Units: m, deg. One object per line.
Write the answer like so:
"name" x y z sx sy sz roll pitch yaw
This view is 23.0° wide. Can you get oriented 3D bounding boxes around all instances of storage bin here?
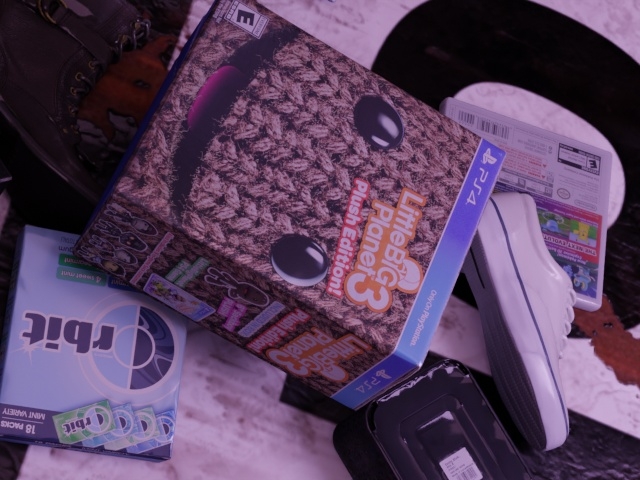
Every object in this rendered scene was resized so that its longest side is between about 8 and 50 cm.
"storage bin" 0.111 0.215 1.447 0.122 0.084 0.180 -27 81 -29

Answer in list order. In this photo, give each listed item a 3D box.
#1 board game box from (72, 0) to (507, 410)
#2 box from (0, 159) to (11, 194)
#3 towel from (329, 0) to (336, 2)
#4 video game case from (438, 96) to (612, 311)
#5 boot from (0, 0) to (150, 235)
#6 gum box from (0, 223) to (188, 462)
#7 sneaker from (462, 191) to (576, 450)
"board game box" -0.024 -0.033 1.360 0.291 0.141 0.232 29 61 -10
"box" -0.407 -0.108 1.295 0.184 0.103 0.261 -19 68 -45
"towel" -0.096 -0.374 1.621 0.285 0.034 0.209 15 64 -17
"video game case" 0.205 -0.037 1.623 0.201 0.023 0.183 17 64 -17
"boot" -0.225 -0.142 1.447 0.263 0.091 0.229 44 52 -10
"gum box" -0.199 0.092 1.376 0.157 0.041 0.184 11 73 -19
"sneaker" 0.208 0.072 1.523 0.091 0.094 0.258 -14 86 -17
